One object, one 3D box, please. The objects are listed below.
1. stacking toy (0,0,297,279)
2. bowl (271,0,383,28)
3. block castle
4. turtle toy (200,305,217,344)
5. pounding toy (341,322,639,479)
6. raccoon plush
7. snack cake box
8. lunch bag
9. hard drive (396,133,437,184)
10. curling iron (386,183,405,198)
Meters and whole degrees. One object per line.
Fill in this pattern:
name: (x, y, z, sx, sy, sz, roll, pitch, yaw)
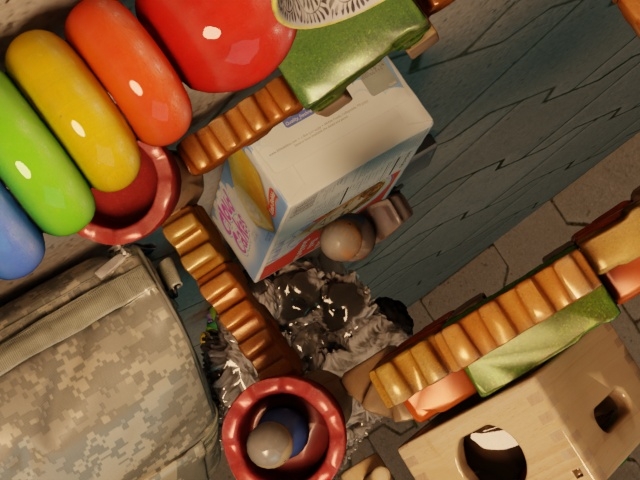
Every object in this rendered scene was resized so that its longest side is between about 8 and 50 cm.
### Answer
stacking toy: (-0.155, -0.057, 0.669, 0.330, 0.141, 0.141, -38, 172, -9)
bowl: (0.025, -0.191, 0.629, 0.170, 0.080, 0.170, -34, 170, -7)
block castle: (0.076, -0.050, 0.867, 0.453, 0.303, 0.213, -33, 177, 9)
turtle toy: (-0.122, 0.113, 1.754, 0.095, 0.066, 0.130, -9, 169, 3)
pounding toy: (0.110, 0.162, 0.878, 0.206, 0.094, 0.181, -35, 174, 37)
raccoon plush: (-0.072, 0.180, 1.419, 0.446, 0.216, 0.299, -66, -168, -4)
snack cake box: (-0.007, -0.062, 1.172, 0.152, 0.089, 0.264, -31, 171, -17)
lunch bag: (-0.250, 0.157, 1.146, 0.305, 0.212, 0.256, -30, 152, -19)
hard drive: (0.078, -0.080, 1.554, 0.135, 0.022, 0.094, -31, 170, -9)
curling iron: (0.000, 0.000, 1.668, 0.274, 0.035, 0.068, -30, 170, -16)
